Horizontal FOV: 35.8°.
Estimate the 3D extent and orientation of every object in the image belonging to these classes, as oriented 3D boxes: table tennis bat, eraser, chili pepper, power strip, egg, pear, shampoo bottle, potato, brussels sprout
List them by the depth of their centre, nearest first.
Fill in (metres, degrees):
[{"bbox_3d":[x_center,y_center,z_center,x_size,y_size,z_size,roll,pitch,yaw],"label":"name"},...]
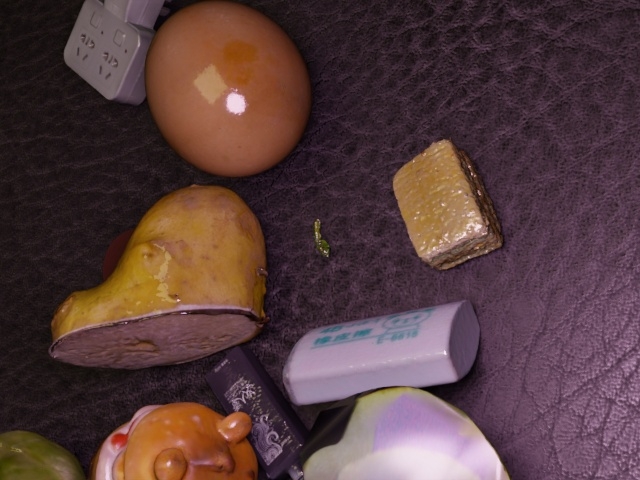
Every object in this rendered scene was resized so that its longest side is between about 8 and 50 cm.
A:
[{"bbox_3d":[0.139,0.435,1.533,0.399,0.165,0.398,-9,71,27],"label":"pear"},{"bbox_3d":[0.102,0.185,1.625,0.290,0.189,0.104,-13,103,25],"label":"eraser"},{"bbox_3d":[-0.087,0.331,1.751,0.098,0.071,0.309,-44,61,8],"label":"shampoo bottle"},{"bbox_3d":[-0.291,0.058,1.826,0.397,0.290,0.295,-11,66,8],"label":"potato"},{"bbox_3d":[0.000,0.000,1.829,0.027,0.022,0.083,-30,59,20],"label":"chili pepper"},{"bbox_3d":[-0.174,-0.289,1.850,0.301,0.301,0.373,-34,57,16],"label":"egg"},{"bbox_3d":[-0.588,0.520,1.877,0.328,0.247,0.327,-11,66,27],"label":"brussels sprout"},{"bbox_3d":[-0.335,0.042,2.006,0.274,0.021,0.154,-7,73,29],"label":"table tennis bat"},{"bbox_3d":[-0.417,-0.451,2.159,0.229,0.141,0.261,39,110,33],"label":"power strip"}]

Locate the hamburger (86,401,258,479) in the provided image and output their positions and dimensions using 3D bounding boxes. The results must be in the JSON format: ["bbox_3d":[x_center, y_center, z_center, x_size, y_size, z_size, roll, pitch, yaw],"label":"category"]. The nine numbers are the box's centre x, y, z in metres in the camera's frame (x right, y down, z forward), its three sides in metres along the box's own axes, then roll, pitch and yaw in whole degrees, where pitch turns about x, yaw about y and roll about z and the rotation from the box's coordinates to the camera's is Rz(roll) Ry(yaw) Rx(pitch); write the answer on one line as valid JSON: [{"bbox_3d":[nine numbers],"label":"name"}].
[{"bbox_3d":[-0.223,0.392,1.664,0.237,0.276,0.276,-32,59,44],"label":"hamburger"}]

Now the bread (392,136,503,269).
[{"bbox_3d":[0.213,-0.058,1.679,0.138,0.102,0.196,-28,60,17],"label":"bread"}]
